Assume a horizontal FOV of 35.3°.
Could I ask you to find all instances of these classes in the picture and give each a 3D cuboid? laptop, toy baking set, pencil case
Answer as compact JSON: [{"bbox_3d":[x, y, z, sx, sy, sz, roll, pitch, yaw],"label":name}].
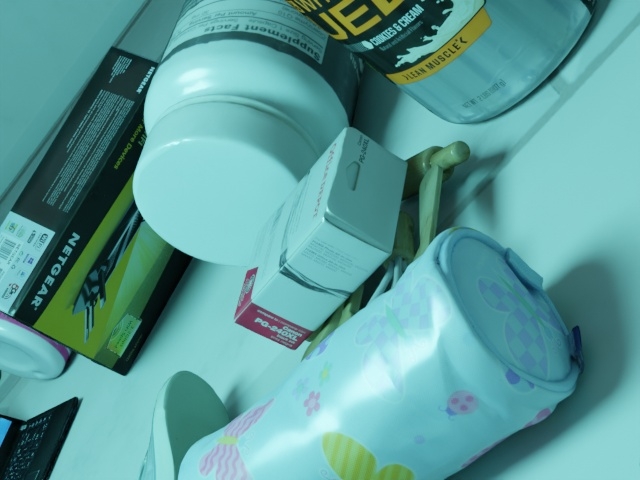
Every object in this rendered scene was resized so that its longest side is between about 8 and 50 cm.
[{"bbox_3d":[-0.460,0.302,1.291,0.264,0.136,0.234,-28,36,48],"label":"laptop"},{"bbox_3d":[0.055,0.013,0.781,0.256,0.030,0.196,-30,34,63],"label":"toy baking set"},{"bbox_3d":[0.027,0.108,0.626,0.273,0.113,0.124,-43,21,28],"label":"pencil case"}]

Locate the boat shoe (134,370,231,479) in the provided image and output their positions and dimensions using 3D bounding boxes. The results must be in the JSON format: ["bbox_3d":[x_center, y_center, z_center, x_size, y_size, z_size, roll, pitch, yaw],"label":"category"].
[{"bbox_3d":[-0.125,0.206,0.836,0.081,0.079,0.227,-41,31,23],"label":"boat shoe"}]

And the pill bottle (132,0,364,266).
[{"bbox_3d":[-0.062,-0.162,1.030,0.204,0.204,0.361,-35,31,41],"label":"pill bottle"}]

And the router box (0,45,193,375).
[{"bbox_3d":[-0.229,-0.024,1.143,0.081,0.243,0.308,23,78,25],"label":"router box"}]

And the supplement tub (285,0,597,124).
[{"bbox_3d":[0.050,-0.249,0.785,0.193,0.316,0.193,-44,26,28],"label":"supplement tub"}]

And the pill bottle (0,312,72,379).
[{"bbox_3d":[-0.397,0.045,1.471,0.160,0.160,0.283,-26,38,50],"label":"pill bottle"}]

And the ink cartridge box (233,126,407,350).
[{"bbox_3d":[0.000,0.000,0.798,0.150,0.063,0.109,-47,20,42],"label":"ink cartridge box"}]
